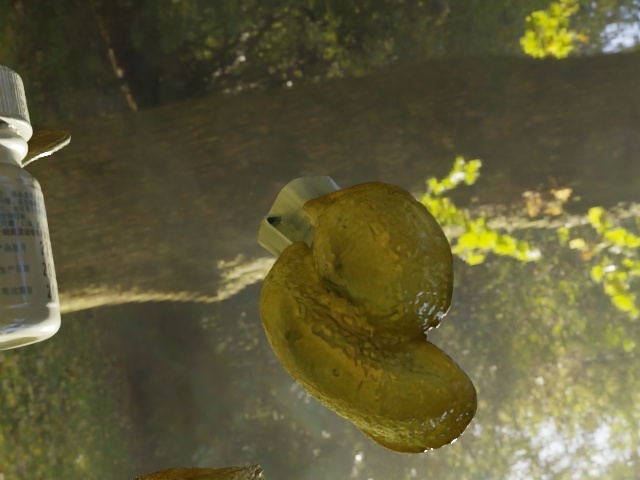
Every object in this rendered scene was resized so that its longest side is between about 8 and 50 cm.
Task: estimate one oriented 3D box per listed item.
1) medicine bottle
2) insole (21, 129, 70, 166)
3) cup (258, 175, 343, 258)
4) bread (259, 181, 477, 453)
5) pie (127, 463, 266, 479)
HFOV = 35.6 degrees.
[{"bbox_3d":[-0.221,-0.016,0.609,0.105,0.105,0.168,92,-14,-81],"label":"medicine bottle"},{"bbox_3d":[-0.372,-0.107,1.214,0.248,0.081,0.011,-70,162,-71],"label":"insole"},{"bbox_3d":[0.000,0.000,1.080,0.129,0.128,0.095,41,-63,28],"label":"cup"},{"bbox_3d":[0.031,0.050,0.654,0.065,0.149,0.187,1,46,-54],"label":"bread"},{"bbox_3d":[-0.195,0.323,1.250,0.129,0.283,0.068,9,67,-64],"label":"pie"}]
